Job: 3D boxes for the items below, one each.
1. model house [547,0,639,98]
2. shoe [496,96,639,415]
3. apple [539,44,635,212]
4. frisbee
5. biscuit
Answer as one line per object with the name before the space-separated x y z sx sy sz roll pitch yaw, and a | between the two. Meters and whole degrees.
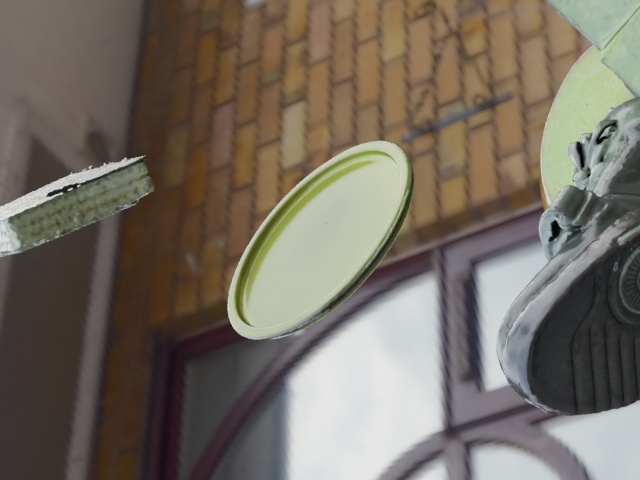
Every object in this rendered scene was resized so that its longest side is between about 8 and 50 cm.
model house | 0.299 -0.199 1.105 0.195 0.189 0.214 -22 -119 -34
shoe | 0.187 -0.011 0.964 0.293 0.149 0.109 -33 -53 -24
apple | 0.413 -0.062 1.664 0.374 0.374 0.384 -79 -10 -49
frisbee | 0.000 0.000 1.533 0.017 0.236 0.236 41 -145 -26
biscuit | -0.211 -0.021 1.244 0.121 0.199 0.040 -24 -83 -24
